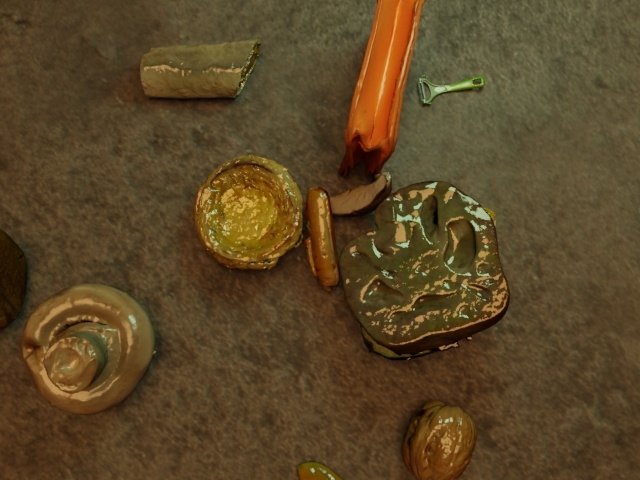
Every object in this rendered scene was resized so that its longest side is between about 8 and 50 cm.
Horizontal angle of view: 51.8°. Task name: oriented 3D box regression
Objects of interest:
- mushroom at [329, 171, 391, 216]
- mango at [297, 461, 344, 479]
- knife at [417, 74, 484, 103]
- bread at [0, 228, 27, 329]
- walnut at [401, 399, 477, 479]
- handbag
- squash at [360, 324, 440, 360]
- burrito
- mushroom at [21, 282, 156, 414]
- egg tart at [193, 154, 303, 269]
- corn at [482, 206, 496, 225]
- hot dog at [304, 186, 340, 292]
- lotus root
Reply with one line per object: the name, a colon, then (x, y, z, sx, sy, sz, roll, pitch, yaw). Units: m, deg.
mushroom: (0.100, -0.099, 1.552, 0.210, 0.094, 0.072, -20, 81, 37)
mango: (0.017, 0.570, 1.465, 0.101, 0.066, 0.187, -37, 72, -7)
knife: (0.332, -0.393, 1.671, 0.166, 0.022, 0.078, -10, 85, 0)
bread: (-0.766, 0.089, 1.470, 0.142, 0.253, 0.227, -1, 55, 5)
walnut: (0.257, 0.447, 1.443, 0.155, 0.155, 0.184, 25, 79, 5)
handbag: (0.142, -0.358, 1.528, 0.116, 0.303, 0.410, 13, 81, 2)
squash: (0.191, 0.194, 1.537, 0.184, 0.085, 0.191, -16, 64, 23)
burrito: (-0.295, -0.429, 1.647, 0.299, 0.105, 0.143, -3, 75, 2)
mushroom: (-0.515, 0.229, 1.421, 0.293, 0.290, 0.292, 0, 82, -3)
egg tart: (-0.161, -0.058, 1.572, 0.291, 0.107, 0.290, -1, 78, 5)
corn: (0.322, -0.064, 1.584, 0.203, 0.072, 0.072, 16, 79, 5)
hot dog: (0.000, 0.000, 1.536, 0.076, 0.104, 0.250, -6, 98, -1)
lotus root: (0.237, 0.068, 1.455, 0.375, 0.111, 0.390, 27, 79, 20)
